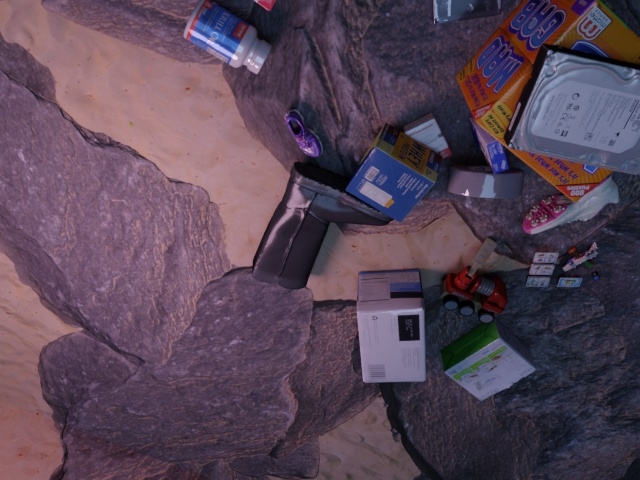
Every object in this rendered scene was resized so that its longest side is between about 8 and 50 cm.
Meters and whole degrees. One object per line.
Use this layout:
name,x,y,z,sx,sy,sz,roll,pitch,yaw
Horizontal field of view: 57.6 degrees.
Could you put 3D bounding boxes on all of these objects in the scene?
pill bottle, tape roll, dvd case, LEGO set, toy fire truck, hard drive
pill bottle,-0.249,-0.552,1.590,0.221,0.124,0.124,27,122,-14
tape roll,0.488,-0.179,1.729,0.219,0.219,0.072,2,104,3
dvd case,0.376,-0.695,1.504,0.179,0.029,0.238,-5,123,8
LEGO set,0.847,0.088,2.011,0.244,0.060,0.182,0,137,6
toy fire truck,0.559,0.135,2.006,0.217,0.158,0.246,21,133,-10
hard drive,0.619,-0.288,1.312,0.339,0.064,0.237,11,123,-5

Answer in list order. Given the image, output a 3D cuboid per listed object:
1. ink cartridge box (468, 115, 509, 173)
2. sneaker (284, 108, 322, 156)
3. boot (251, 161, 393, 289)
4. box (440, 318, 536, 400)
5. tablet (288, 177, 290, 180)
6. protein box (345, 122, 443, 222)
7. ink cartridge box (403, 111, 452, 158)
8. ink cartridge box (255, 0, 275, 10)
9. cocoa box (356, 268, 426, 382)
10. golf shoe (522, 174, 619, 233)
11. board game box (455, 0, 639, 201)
ink cartridge box,0.481,-0.281,1.670,0.046,0.207,0.097,-19,121,11
sneaker,-0.057,-0.316,1.770,0.068,0.071,0.170,-29,118,21
boot,-0.002,-0.001,1.933,0.367,0.146,0.445,24,120,-2
box,0.636,0.457,2.215,0.231,0.127,0.262,38,119,-21
tablet,-0.059,-0.206,1.884,0.054,0.006,0.083,36,120,-19
protein box,0.220,-0.200,1.746,0.201,0.136,0.200,30,136,-5
ink cartridge box,0.324,-0.303,1.759,0.099,0.056,0.135,-23,120,19
ink cartridge box,-0.164,-0.701,1.478,0.176,0.128,0.127,31,121,-17
cocoa box,0.255,0.305,2.076,0.231,0.228,0.347,-3,124,7
golf shoe,0.795,-0.095,1.837,0.306,0.115,0.140,-35,118,26
board game box,0.622,-0.397,1.491,0.356,0.356,0.356,33,120,-17
